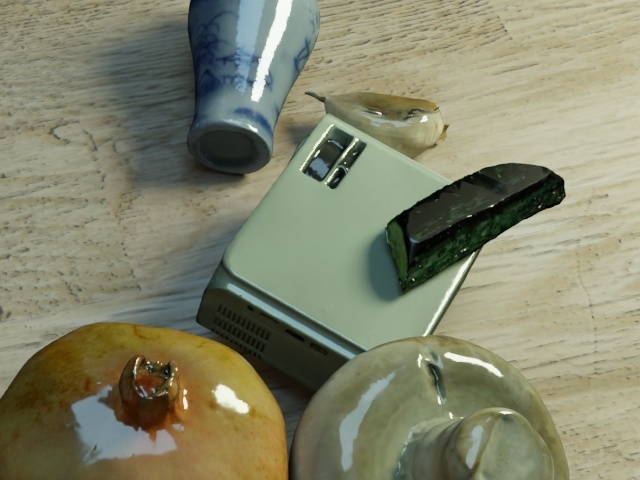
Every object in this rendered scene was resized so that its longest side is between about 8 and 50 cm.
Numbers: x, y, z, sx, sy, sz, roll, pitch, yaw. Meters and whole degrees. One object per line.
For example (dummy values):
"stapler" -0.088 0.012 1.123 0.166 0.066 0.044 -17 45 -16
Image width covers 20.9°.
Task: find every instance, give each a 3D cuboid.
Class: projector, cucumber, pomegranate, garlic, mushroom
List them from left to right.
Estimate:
"pomegranate" -0.145 0.173 1.372 0.252 0.270 0.229 16 57 7
"projector" 0.027 0.024 1.623 0.198 0.108 0.250 29 52 6
"garlic" 0.061 -0.118 1.811 0.152 0.066 0.084 2 20 -8
"mushroom" 0.104 0.183 1.402 0.243 0.243 0.243 2 47 -3
"cucumber" 0.137 -0.030 1.601 0.220 0.046 0.070 -27 61 -34

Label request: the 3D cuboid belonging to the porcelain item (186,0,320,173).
"porcelain item" -0.076 -0.195 1.823 0.141 0.141 0.259 6 55 1
